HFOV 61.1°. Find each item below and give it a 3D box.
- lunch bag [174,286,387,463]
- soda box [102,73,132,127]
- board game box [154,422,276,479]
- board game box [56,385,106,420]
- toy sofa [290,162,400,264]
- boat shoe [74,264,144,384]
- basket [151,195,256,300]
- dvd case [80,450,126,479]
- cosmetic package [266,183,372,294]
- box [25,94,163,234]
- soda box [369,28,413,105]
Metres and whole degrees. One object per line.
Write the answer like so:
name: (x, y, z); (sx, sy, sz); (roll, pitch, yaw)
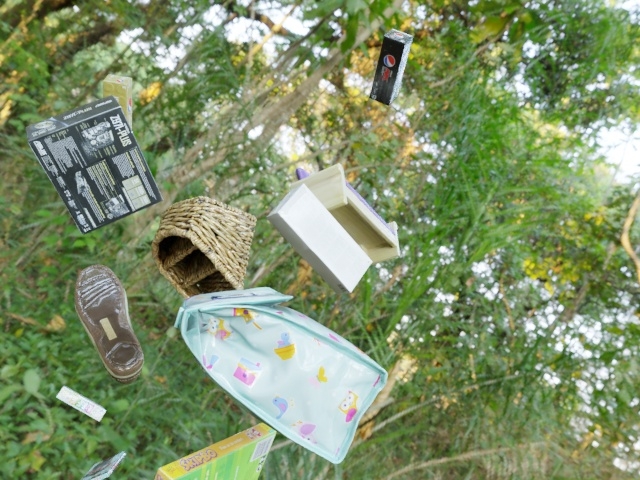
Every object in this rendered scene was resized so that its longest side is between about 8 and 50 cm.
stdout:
lunch bag: (-0.075, 0.150, 0.737); (0.262, 0.160, 0.223); (33, -8, -11)
soda box: (-0.528, -0.333, 1.413); (0.061, 0.181, 0.058); (8, 32, -9)
board game box: (-0.166, 0.355, 0.788); (0.039, 0.124, 0.259); (26, 11, 25)
board game box: (-0.535, 0.361, 1.209); (0.103, 0.026, 0.154); (35, -25, -13)
toy sofa: (0.077, -0.076, 1.494); (0.150, 0.177, 0.362); (-19, -34, 25)
boat shoe: (-0.416, 0.168, 1.062); (0.257, 0.095, 0.095); (60, -27, 31)
basket: (-0.337, 0.039, 1.443); (0.214, 0.223, 0.299); (22, -26, -29)
dvd case: (-0.535, 0.562, 1.327); (0.119, 0.087, 0.013); (-92, 158, -86)
cosmetic package: (0.000, 0.000, 1.178); (0.239, 0.099, 0.060); (48, -30, -16)
box: (-0.369, -0.125, 0.898); (0.077, 0.147, 0.180); (44, -24, 50)
soda box: (0.171, -0.418, 1.319); (0.060, 0.053, 0.168); (26, -42, 14)
